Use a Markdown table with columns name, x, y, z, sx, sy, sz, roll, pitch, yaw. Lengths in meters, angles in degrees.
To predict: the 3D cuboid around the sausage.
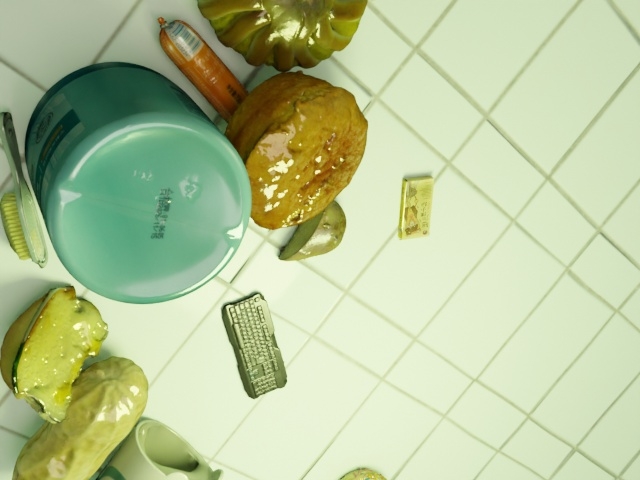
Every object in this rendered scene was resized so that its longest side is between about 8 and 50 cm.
| name | x | y | z | sx | sy | sz | roll | pitch | yaw |
| --- | --- | --- | --- | --- | --- | --- | --- | --- | --- |
| sausage | -0.216 | -0.317 | 1.545 | 0.071 | 0.071 | 0.234 | -42 | 124 | -1 |

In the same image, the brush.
| name | x | y | z | sx | sy | sz | roll | pitch | yaw |
| --- | --- | --- | --- | --- | --- | --- | --- | --- | --- |
| brush | -0.552 | -0.084 | 1.516 | 0.060 | 0.068 | 0.297 | -5 | 113 | 2 |

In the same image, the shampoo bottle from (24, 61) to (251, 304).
| name | x | y | z | sx | sy | sz | roll | pitch | yaw |
| --- | --- | --- | --- | --- | --- | --- | --- | --- | --- |
| shampoo bottle | -0.315 | -0.105 | 1.438 | 0.331 | 0.343 | 0.331 | -10 | 118 | -21 |

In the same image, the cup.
| name | x | y | z | sx | sy | sz | roll | pitch | yaw |
| --- | --- | --- | --- | --- | --- | --- | --- | --- | --- |
| cup | -0.354 | 0.545 | 1.822 | 0.258 | 0.219 | 0.289 | -51 | 155 | 5 |

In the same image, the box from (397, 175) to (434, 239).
| name | x | y | z | sx | sy | sz | roll | pitch | yaw |
| --- | --- | --- | --- | --- | --- | --- | --- | --- | --- |
| box | 0.213 | -0.070 | 1.886 | 0.073 | 0.020 | 0.149 | -9 | 117 | -21 |

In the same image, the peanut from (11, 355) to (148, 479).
| name | x | y | z | sx | sy | sz | roll | pitch | yaw |
| --- | --- | --- | --- | --- | --- | --- | --- | --- | --- |
| peanut | -0.475 | 0.380 | 1.700 | 0.158 | 0.174 | 0.340 | 34 | 101 | -2 |

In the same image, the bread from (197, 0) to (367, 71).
| name | x | y | z | sx | sy | sz | roll | pitch | yaw |
| --- | --- | --- | --- | --- | --- | --- | --- | --- | --- |
| bread | -0.062 | -0.448 | 1.500 | 0.332 | 0.160 | 0.333 | -10 | 118 | -19 |

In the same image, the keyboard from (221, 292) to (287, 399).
| name | x | y | z | sx | sy | sz | roll | pitch | yaw |
| --- | --- | --- | --- | --- | --- | --- | --- | --- | --- |
| keyboard | -0.142 | 0.237 | 1.872 | 0.106 | 0.016 | 0.262 | -21 | 121 | -15 |

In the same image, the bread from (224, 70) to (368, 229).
| name | x | y | z | sx | sy | sz | roll | pitch | yaw |
| --- | --- | --- | --- | --- | --- | --- | --- | --- | --- |
| bread | -0.052 | -0.164 | 1.585 | 0.312 | 0.172 | 0.312 | -34 | 147 | -26 |

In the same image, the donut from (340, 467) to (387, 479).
| name | x | y | z | sx | sy | sz | roll | pitch | yaw |
| --- | --- | --- | --- | --- | --- | --- | --- | --- | --- |
| donut | 0.093 | 0.629 | 2.137 | 0.166 | 0.065 | 0.108 | -26 | 121 | -11 |

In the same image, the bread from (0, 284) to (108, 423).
| name | x | y | z | sx | sy | sz | roll | pitch | yaw |
| --- | --- | --- | --- | --- | --- | --- | --- | --- | --- |
| bread | -0.530 | 0.216 | 1.622 | 0.133 | 0.252 | 0.174 | -14 | 133 | 33 |

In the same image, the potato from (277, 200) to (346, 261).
| name | x | y | z | sx | sy | sz | roll | pitch | yaw |
| --- | --- | --- | --- | --- | --- | --- | --- | --- | --- |
| potato | 0.000 | 0.000 | 1.781 | 0.100 | 0.089 | 0.172 | 31 | 97 | -35 |
